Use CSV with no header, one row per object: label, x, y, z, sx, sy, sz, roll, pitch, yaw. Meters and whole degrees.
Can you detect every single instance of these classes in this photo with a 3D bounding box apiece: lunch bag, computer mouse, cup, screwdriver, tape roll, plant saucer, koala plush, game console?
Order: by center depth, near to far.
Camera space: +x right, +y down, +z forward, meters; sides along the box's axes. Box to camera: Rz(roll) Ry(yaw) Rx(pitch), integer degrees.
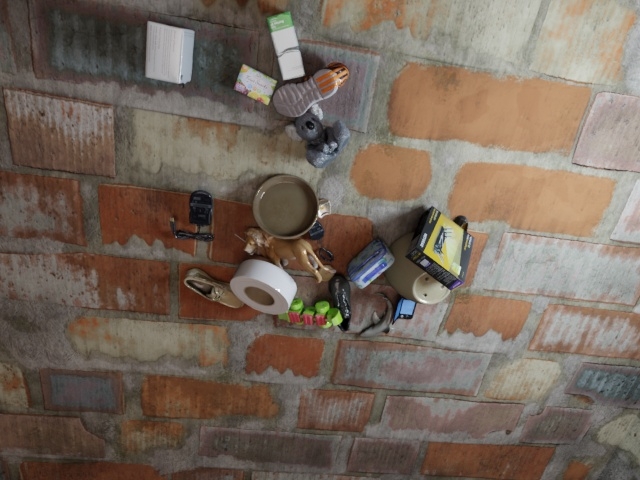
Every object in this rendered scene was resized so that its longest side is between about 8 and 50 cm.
koala plush,-0.018,-0.414,1.647,0.221,0.203,0.196,45,96,2
plant saucer,-0.144,-0.139,1.746,0.278,0.041,0.278,1,79,-4
computer mouse,-0.551,-0.113,1.794,0.184,0.060,0.262,2,125,-9
tape roll,-0.252,0.210,1.853,0.286,0.100,0.286,15,143,11
lunch bag,0.221,0.102,1.868,0.219,0.176,0.090,-42,110,15
cup,0.464,0.152,1.872,0.331,0.237,0.331,-1,113,-3
screwdriver,-0.316,0.020,1.885,0.170,0.024,0.025,41,135,-17
computer mouse,0.000,0.000,1.891,0.071,0.041,0.242,-22,120,5
game console,0.411,0.337,2.032,0.124,0.085,0.144,7,114,-6

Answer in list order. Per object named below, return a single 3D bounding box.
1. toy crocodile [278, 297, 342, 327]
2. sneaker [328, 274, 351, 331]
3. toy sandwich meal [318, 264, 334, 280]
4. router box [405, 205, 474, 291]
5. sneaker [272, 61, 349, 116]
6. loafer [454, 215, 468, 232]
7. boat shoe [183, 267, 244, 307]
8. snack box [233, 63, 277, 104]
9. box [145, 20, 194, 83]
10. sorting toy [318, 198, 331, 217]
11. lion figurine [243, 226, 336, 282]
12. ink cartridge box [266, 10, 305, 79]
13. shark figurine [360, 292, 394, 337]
toy crocodile,-0.056,0.350,1.958,0.340,0.105,0.115,2,117,23
sneaker,0.106,0.299,1.973,0.109,0.130,0.286,-12,113,-4
toy sandwich meal,0.026,0.151,1.960,0.085,0.029,0.085,-1,110,-3
router box,0.507,0.027,1.754,0.243,0.309,0.081,36,135,-3
sneaker,-0.023,-0.571,1.588,0.321,0.180,0.124,-6,118,37
loafer,0.632,-0.025,1.898,0.062,0.061,0.170,-2,115,-4
boat shoe,-0.488,0.237,1.928,0.302,0.098,0.109,33,108,-16
snack box,-0.248,-0.597,1.606,0.141,0.037,0.100,22,109,-13
box,-0.529,-0.662,1.482,0.119,0.181,0.182,9,113,-8
sorting toy,0.009,-0.136,1.825,0.083,0.045,0.075,-21,121,6
lion figurine,-0.136,0.044,1.787,0.392,0.142,0.240,0,128,28
ink cartridge box,-0.120,-0.694,1.508,0.087,0.153,0.208,-14,113,4
shark figurine,0.317,0.389,2.037,0.166,0.116,0.278,13,114,-10
